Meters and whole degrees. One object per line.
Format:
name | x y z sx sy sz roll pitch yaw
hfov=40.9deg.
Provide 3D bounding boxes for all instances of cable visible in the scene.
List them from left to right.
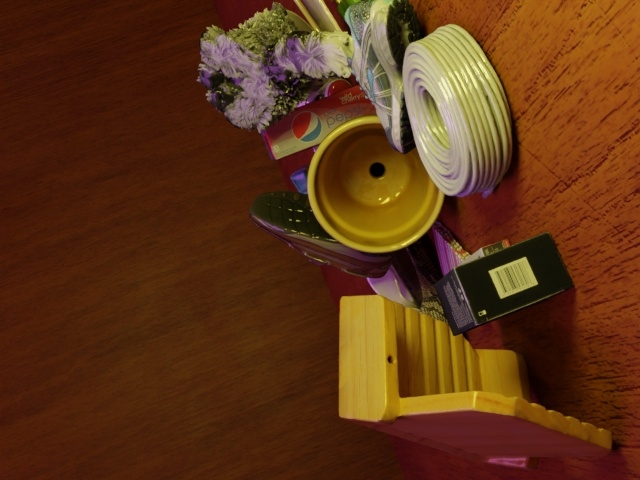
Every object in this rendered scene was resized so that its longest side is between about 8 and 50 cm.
cable | 0.203 -0.194 1.315 0.257 0.089 0.257 107 142 -77

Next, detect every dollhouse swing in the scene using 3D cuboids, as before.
dollhouse swing | 0.255 0.205 1.384 0.305 0.347 0.315 -36 41 42

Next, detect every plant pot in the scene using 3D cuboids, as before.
plant pot | 0.108 -0.123 1.667 0.239 0.254 0.254 -74 -34 -76

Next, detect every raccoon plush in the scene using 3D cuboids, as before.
raccoon plush | -0.028 -0.364 1.720 0.446 0.299 0.216 11 128 36

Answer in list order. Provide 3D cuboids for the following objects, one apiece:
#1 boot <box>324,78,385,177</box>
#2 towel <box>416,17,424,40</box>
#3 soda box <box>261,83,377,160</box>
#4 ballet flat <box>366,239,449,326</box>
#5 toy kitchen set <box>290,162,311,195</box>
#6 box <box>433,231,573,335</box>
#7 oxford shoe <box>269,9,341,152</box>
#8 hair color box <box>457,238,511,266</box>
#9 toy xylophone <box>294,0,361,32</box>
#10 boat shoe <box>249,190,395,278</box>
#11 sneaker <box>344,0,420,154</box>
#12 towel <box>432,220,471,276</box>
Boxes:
boot | 0.094 -0.251 1.935 0.244 0.088 0.176 68 168 -14
towel | 0.147 -0.355 1.497 0.119 0.029 0.067 -171 61 -81
soda box | 0.006 -0.255 1.830 0.083 0.263 0.092 -156 45 -80
ballet flat | 0.145 0.026 1.905 0.164 0.182 0.483 -50 48 27
toy kitchen set | 0.004 -0.104 1.912 0.207 0.166 0.122 -21 106 45
box | 0.270 0.069 1.295 0.158 0.156 0.093 105 144 -77
oxford shoe | -0.008 -0.351 2.058 0.449 0.169 0.130 63 176 -9
hair color box | 0.295 0.062 1.480 0.167 0.053 0.093 108 142 -79
toy xylophone | 0.003 -0.491 1.676 0.323 0.081 0.236 58 174 -15
boat shoe | 0.000 0.000 1.788 0.324 0.122 0.120 21 137 18
sneaker | 0.115 -0.282 1.459 0.122 0.110 0.283 18 134 39
towel | 0.276 0.061 1.698 0.197 0.029 0.144 -120 12 -59
